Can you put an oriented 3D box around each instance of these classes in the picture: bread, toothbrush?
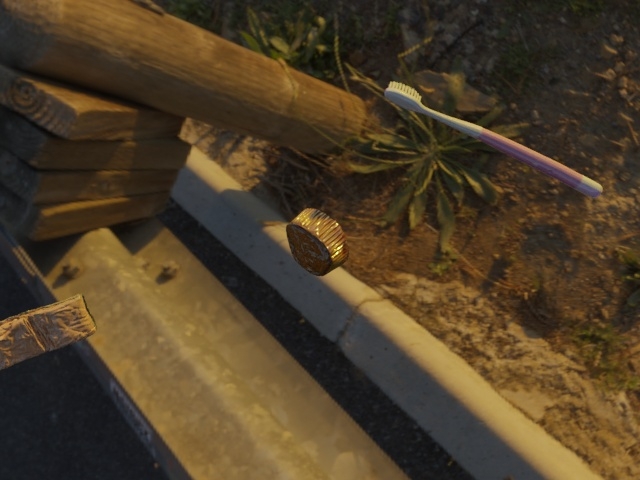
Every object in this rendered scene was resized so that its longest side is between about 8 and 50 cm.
[{"bbox_3d":[0.000,0.000,0.895,0.085,0.053,0.085,32,143,29],"label":"bread"},{"bbox_3d":[0.204,-0.117,0.838,0.020,0.286,0.025,123,169,-48],"label":"toothbrush"}]

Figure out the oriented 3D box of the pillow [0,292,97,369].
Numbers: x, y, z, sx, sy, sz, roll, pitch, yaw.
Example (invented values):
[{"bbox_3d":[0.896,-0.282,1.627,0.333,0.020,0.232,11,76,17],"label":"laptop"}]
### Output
[{"bbox_3d":[-0.601,0.196,1.529,0.043,0.232,0.126,-128,23,-49],"label":"pillow"}]
